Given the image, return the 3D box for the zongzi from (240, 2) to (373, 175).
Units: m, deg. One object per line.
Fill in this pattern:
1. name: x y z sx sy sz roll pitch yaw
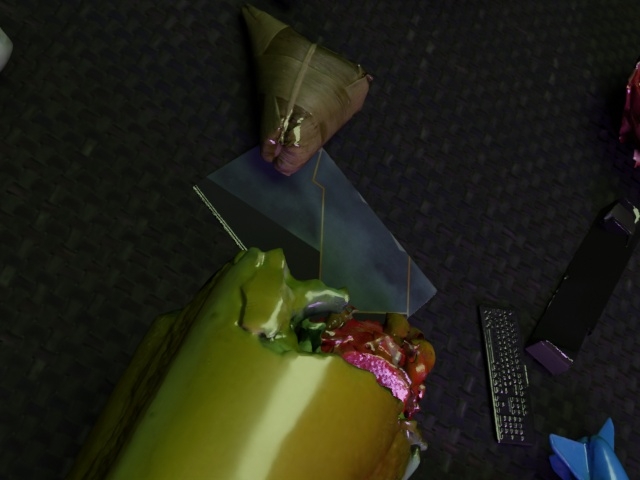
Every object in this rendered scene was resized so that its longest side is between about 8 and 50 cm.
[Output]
1. zongzi: -0.052 -0.165 0.990 0.176 0.078 0.160 37 47 3

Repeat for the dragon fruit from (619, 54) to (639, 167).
1. dragon fruit: 0.450 -0.162 1.236 0.161 0.126 0.274 26 47 -3

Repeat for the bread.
1. bread: -0.086 0.213 0.646 0.208 0.251 0.376 35 72 -11

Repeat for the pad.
1. pad: 0.000 0.000 0.980 0.164 0.004 0.243 -37 86 -36

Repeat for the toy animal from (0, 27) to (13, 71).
1. toy animal: -0.400 -0.134 0.722 0.241 0.196 0.367 23 56 -8

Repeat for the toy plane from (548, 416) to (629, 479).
1. toy plane: 0.303 0.314 0.931 0.254 0.105 0.271 0 63 -45

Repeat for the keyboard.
1. keyboard: 0.200 0.142 1.012 0.053 0.010 0.155 9 62 -26

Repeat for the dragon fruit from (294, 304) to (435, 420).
1. dragon fruit: 0.035 0.124 0.866 0.150 0.133 0.208 22 28 35

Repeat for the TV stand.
1. TV stand: 0.312 0.048 1.100 0.049 0.040 0.256 43 54 -3
